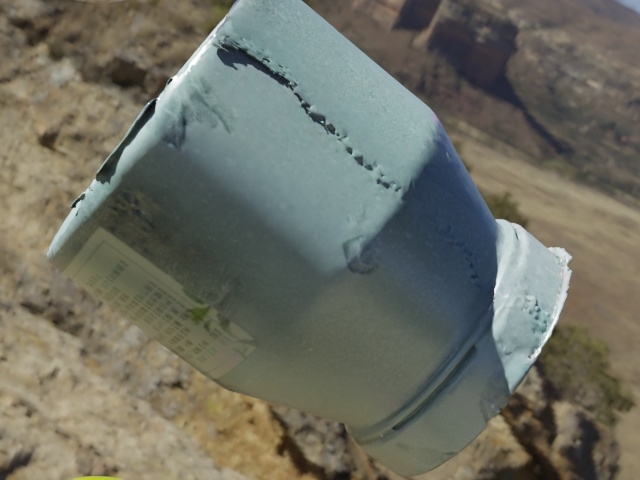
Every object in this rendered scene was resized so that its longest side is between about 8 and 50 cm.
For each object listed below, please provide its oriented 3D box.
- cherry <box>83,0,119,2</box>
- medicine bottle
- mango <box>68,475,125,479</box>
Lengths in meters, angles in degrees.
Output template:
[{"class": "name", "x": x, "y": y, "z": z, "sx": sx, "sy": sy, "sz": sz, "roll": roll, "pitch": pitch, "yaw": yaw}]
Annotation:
[{"class": "cherry", "x": -0.191, "y": -0.306, "z": 0.952, "sx": 0.206, "sy": 0.239, "sz": 0.239, "roll": -8, "pitch": 14, "yaw": 2}, {"class": "medicine bottle", "x": 0.000, "y": 0.000, "z": 0.815, "sx": 0.290, "sy": 0.245, "sz": 0.245, "roll": 37, "pitch": 12, "yaw": -8}, {"class": "mango", "x": -0.259, "y": 0.384, "z": 1.473, "sx": 0.185, "sy": 0.149, "sz": 0.273, "roll": 10, "pitch": 8, "yaw": -39}]
